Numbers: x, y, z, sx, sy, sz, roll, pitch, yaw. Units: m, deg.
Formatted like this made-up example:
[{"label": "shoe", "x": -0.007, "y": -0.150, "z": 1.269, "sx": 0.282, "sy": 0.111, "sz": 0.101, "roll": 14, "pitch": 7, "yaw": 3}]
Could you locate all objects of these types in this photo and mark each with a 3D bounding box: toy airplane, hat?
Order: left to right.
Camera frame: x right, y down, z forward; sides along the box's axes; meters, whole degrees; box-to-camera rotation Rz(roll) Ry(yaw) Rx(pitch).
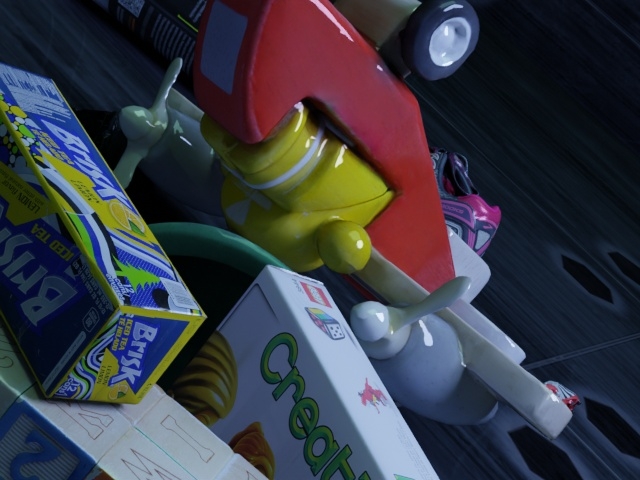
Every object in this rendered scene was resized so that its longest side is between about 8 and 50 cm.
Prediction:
[{"label": "hat", "x": -0.083, "y": 0.024, "z": 0.961, "sx": 0.208, "sy": 0.173, "sz": 0.183, "roll": 28, "pitch": 26, "yaw": -9}, {"label": "toy airplane", "x": 0.000, "y": 0.000, "z": 1.074, "sx": 0.384, "sy": 0.272, "sz": 0.386, "roll": 55, "pitch": -17, "yaw": -1}]

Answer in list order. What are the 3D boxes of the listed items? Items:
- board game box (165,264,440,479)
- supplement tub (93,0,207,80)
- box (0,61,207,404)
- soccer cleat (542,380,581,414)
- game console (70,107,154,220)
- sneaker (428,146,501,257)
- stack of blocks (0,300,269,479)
[{"label": "board game box", "x": -0.012, "y": 0.182, "z": 0.728, "sx": 0.053, "sy": 0.193, "sz": 0.305, "roll": 21, "pitch": 26, "yaw": -40}, {"label": "supplement tub", "x": -0.083, "y": -0.250, "z": 1.528, "sx": 0.316, "sy": 0.193, "sz": 0.193, "roll": 39, "pitch": 20, "yaw": 1}, {"label": "box", "x": -0.121, "y": -0.007, "z": 0.640, "sx": 0.054, "sy": 0.059, "sz": 0.169, "roll": 13, "pitch": 33, "yaw": -49}, {"label": "soccer cleat", "x": 0.230, "y": 0.155, "z": 1.430, "sx": 0.083, "sy": 0.029, "sz": 0.035, "roll": 17, "pitch": 20, "yaw": -50}, {"label": "game console", "x": -0.197, "y": -0.058, "z": 1.190, "sx": 0.107, "sy": 0.071, "sz": 0.122, "roll": 5, "pitch": 24, "yaw": -1}, {"label": "sneaker", "x": 0.106, "y": -0.067, "z": 1.572, "sx": 0.121, "sy": 0.112, "sz": 0.299, "roll": 20, "pitch": 26, "yaw": -40}, {"label": "stack of blocks", "x": -0.147, "y": 0.128, "z": 0.649, "sx": 0.297, "sy": 0.171, "sz": 0.087, "roll": 40, "pitch": 20, "yaw": 2}]
